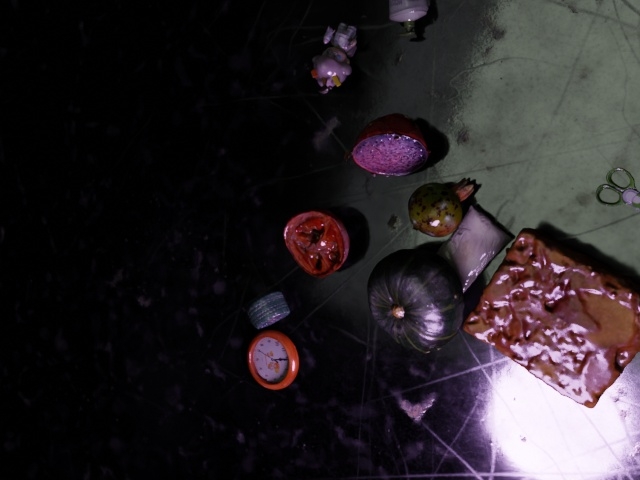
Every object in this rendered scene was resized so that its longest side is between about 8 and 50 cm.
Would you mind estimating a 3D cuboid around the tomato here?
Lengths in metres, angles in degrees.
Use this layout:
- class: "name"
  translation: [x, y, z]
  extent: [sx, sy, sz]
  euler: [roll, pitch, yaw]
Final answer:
- class: "tomato"
  translation: [0.000, -0.002, 1.960]
  extent: [0.227, 0.101, 0.228]
  euler: [9, 109, 29]

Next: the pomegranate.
- class: "pomegranate"
  translation: [0.340, -0.098, 1.735]
  extent: [0.205, 0.159, 0.159]
  euler: [-37, 76, 0]

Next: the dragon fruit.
- class: "dragon fruit"
  translation: [0.200, -0.297, 1.778]
  extent: [0.223, 0.218, 0.148]
  euler: [-29, 49, 50]

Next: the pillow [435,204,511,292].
- class: "pillow"
  translation: [0.417, 0.029, 1.758]
  extent: [0.148, 0.050, 0.230]
  euler: [46, 118, 24]

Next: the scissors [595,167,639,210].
- class: "scissors"
  translation: [0.798, -0.097, 1.544]
  extent: [0.204, 0.027, 0.101]
  euler: [37, 113, 23]

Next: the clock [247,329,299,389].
- class: "clock"
  translation: [-0.163, 0.408, 2.118]
  extent: [0.205, 0.051, 0.206]
  euler: [3, 95, 29]

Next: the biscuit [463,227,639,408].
- class: "biscuit"
  translation: [0.617, 0.188, 1.596]
  extent: [0.395, 0.166, 0.343]
  euler: [35, 109, 20]

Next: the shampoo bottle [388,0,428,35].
- class: "shampoo bottle"
  translation: [0.246, -0.699, 1.749]
  extent: [0.118, 0.087, 0.235]
  euler: [-1, 95, 30]

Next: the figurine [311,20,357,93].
- class: "figurine"
  translation: [0.043, -0.549, 1.871]
  extent: [0.137, 0.112, 0.229]
  euler: [23, 93, 17]

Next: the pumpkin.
- class: "pumpkin"
  translation: [0.275, 0.167, 1.758]
  extent: [0.300, 0.207, 0.301]
  euler: [18, 118, 37]

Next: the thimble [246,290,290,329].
- class: "thimble"
  translation: [-0.173, 0.231, 2.068]
  extent: [0.135, 0.118, 0.090]
  euler: [-39, 71, 43]
